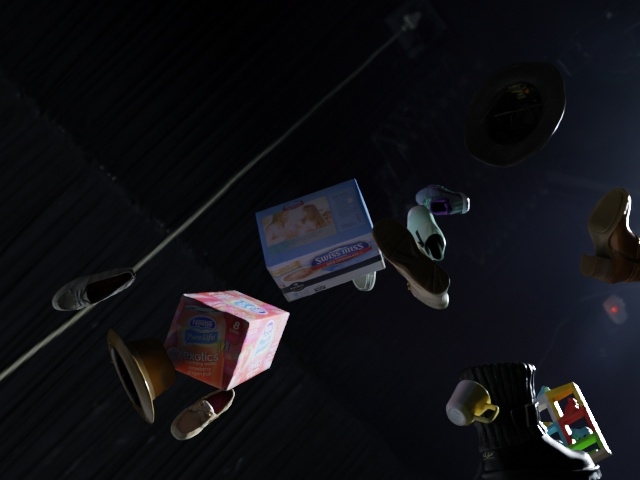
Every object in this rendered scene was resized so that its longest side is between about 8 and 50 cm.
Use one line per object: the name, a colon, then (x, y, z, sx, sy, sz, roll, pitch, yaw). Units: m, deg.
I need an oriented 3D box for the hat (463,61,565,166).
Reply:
hat: (0.567, -0.338, 1.699, 0.134, 0.331, 0.331, 29, 6, -43)

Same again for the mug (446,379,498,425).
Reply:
mug: (0.248, 0.276, 0.998, 0.078, 0.064, 0.062, -29, -88, 47)

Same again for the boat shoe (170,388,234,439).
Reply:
boat shoe: (-0.259, 0.377, 1.324, 0.063, 0.059, 0.170, 46, 39, 11)

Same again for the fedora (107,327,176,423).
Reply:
fedora: (-0.307, 0.225, 1.046, 0.194, 0.079, 0.194, 40, -38, 39)

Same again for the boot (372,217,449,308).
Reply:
boot: (0.200, 0.056, 1.306, 0.213, 0.077, 0.165, 47, -4, 24)

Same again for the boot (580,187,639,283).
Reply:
boot: (0.909, -0.004, 1.768, 0.220, 0.284, 0.109, 8, 8, -22)

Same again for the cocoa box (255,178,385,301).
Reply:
cocoa box: (0.000, 0.000, 1.902, 0.228, 0.347, 0.231, 65, 7, -54)

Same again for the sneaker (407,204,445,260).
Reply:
sneaker: (0.303, 0.040, 1.739, 0.151, 0.094, 0.256, -109, -172, -50)

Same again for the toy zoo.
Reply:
toy zoo: (0.727, 0.559, 1.801, 0.030, 0.192, 0.293, 37, 27, -26)

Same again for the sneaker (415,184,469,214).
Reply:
sneaker: (0.350, -0.122, 1.835, 0.223, 0.098, 0.083, 15, -64, 59)

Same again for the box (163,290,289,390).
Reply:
box: (-0.188, 0.199, 1.249, 0.154, 0.142, 0.300, 21, 1, 12)

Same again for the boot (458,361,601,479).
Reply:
boot: (0.459, 0.400, 1.292, 0.348, 0.131, 0.260, 15, 57, -34)

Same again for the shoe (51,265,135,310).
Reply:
shoe: (-0.590, 0.124, 1.555, 0.058, 0.219, 0.077, 16, -53, 64)

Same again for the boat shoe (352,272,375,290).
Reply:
boat shoe: (0.121, 0.043, 2.162, 0.091, 0.109, 0.305, -20, 98, -62)
